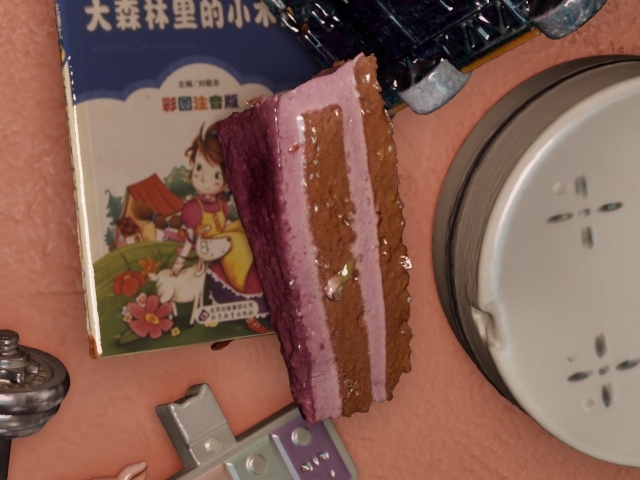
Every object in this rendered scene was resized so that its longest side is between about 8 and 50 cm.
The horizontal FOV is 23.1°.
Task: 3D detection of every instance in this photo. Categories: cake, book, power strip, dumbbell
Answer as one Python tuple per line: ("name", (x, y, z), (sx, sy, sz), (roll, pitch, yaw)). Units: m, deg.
("cake", (0.000, 0.000, 1.225), (0.116, 0.113, 0.295), (-21, 111, -29))
("book", (-0.091, -0.080, 1.221), (0.228, 0.018, 0.322), (-7, 91, -33))
("power strip", (-0.087, 0.194, 1.324), (0.215, 0.061, 0.145), (-28, 95, -28))
("dumbbell", (-0.272, 0.193, 1.300), (0.110, 0.110, 0.254), (5, 108, -11))
("power strip", (0.283, 0.011, 1.324), (0.357, 0.161, 0.357), (-2, 102, -11))

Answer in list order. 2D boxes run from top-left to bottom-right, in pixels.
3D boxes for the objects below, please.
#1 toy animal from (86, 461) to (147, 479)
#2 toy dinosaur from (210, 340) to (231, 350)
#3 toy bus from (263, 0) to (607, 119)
("toy animal", (-0.189, 0.266, 1.345), (0.083, 0.089, 0.150), (-3, 101, -33))
("toy dinosaur", (-0.125, -0.077, 1.274), (0.327, 0.113, 0.207), (39, 68, -26))
("toy bus", (0.128, -0.236, 1.148), (0.162, 0.323, 0.194), (46, 52, -16))
